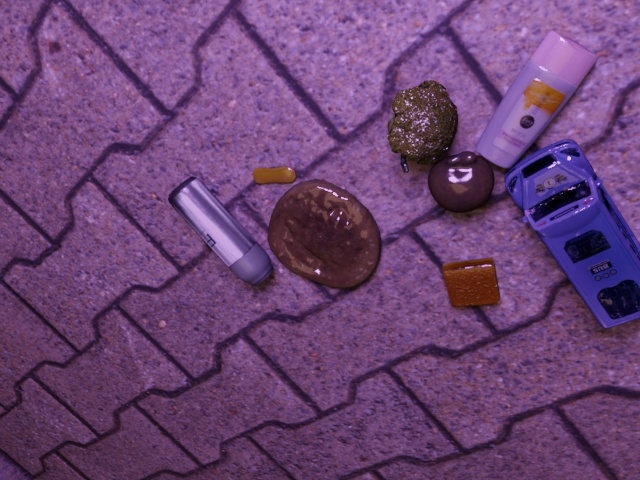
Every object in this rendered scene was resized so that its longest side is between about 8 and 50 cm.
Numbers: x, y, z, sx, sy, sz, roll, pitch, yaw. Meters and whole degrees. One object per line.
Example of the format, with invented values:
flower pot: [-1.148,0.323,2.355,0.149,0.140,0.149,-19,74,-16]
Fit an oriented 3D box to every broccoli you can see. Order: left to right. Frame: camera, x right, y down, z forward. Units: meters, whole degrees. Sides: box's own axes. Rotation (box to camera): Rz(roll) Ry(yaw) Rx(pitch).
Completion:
broccoli: [0.159,-0.185,0.775,0.120,0.130,0.131,25,145,53]

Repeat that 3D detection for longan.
longan: [0.230,-0.100,0.796,0.106,0.106,0.119,4,148,15]

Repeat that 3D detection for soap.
soap: [-0.090,-0.126,0.938,0.089,0.012,0.034,-1,117,18]

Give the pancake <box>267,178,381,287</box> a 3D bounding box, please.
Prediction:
pancake: [0.000,0.000,0.956,0.242,0.050,0.242,8,119,14]

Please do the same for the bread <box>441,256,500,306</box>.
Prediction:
bread: [0.284,0.080,0.919,0.094,0.035,0.090,-9,114,21]

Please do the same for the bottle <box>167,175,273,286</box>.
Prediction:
bottle: [-0.202,-0.014,0.999,0.254,0.079,0.096,48,158,-11]

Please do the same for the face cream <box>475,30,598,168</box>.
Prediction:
face cream: [0.321,-0.206,0.739,0.084,0.057,0.198,26,123,-3]

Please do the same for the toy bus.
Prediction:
toy bus: [0.417,-0.008,0.771,0.125,0.133,0.292,-32,105,29]
